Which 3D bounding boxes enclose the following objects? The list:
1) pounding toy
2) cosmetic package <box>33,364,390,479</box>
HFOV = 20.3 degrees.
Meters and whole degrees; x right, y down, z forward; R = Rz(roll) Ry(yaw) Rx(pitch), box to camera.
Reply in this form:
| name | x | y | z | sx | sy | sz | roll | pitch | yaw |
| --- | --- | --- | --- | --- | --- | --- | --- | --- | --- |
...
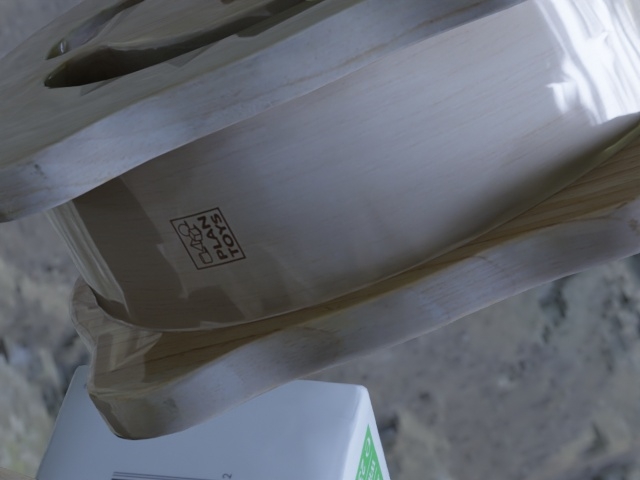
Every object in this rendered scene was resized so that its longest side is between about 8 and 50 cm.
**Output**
| name | x | y | z | sx | sy | sz | roll | pitch | yaw |
| --- | --- | --- | --- | --- | --- | --- | --- | --- | --- |
| pounding toy | 0.000 | 0.000 | 0.474 | 0.269 | 0.155 | 0.154 | -22 | -160 | 17 |
| cosmetic package | -0.038 | 0.247 | 0.907 | 0.155 | 0.197 | 0.365 | 2 | 141 | 16 |
